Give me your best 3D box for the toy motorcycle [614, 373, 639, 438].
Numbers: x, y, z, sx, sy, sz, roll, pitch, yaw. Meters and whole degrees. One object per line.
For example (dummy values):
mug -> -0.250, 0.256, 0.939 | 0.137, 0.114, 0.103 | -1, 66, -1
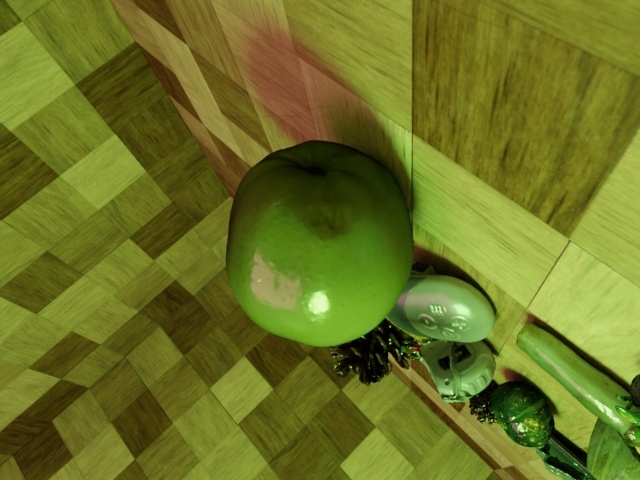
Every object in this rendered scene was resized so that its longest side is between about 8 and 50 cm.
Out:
toy motorcycle -> 0.597, 0.325, 0.868 | 0.190, 0.106, 0.074 | 48, 168, -11

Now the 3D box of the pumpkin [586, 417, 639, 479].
pumpkin -> 0.644, 0.488, 1.047 | 0.217, 0.110, 0.217 | 47, -171, -10

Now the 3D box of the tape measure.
tape measure -> 0.411, 0.368, 1.445 | 0.120, 0.197, 0.236 | 58, -175, -23

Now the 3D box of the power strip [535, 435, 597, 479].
power strip -> 0.758, 0.698, 1.543 | 0.251, 0.092, 0.257 | 32, 165, 42

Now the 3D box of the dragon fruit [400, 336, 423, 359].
dragon fruit -> 0.398, 0.412, 1.889 | 0.142, 0.174, 0.138 | -99, -9, -51

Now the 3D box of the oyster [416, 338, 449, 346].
oyster -> 0.364, 0.321, 1.733 | 0.198, 0.092, 0.259 | 52, 173, -25

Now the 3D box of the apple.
apple -> 0.000, 0.000, 1.126 | 0.473, 0.473, 0.474 | 45, 168, 12

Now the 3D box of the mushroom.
mushroom -> 0.547, 0.291, 1.018 | 0.312, 0.081, 0.100 | 45, 167, 34

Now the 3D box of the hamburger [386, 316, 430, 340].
hamburger -> 0.283, 0.242, 1.603 | 0.210, 0.116, 0.173 | 39, -166, 12

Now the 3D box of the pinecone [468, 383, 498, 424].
pinecone -> 0.567, 0.549, 1.636 | 0.120, 0.140, 0.140 | 39, 170, -13

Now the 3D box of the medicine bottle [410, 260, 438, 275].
medicine bottle -> 0.297, 0.133, 1.440 | 0.171, 0.052, 0.201 | 51, 167, -16

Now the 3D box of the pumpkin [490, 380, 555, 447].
pumpkin -> 0.573, 0.494, 1.399 | 0.190, 0.146, 0.190 | 43, 166, 13

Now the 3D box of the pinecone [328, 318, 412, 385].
pinecone -> 0.196, 0.442, 2.060 | 0.384, 0.384, 0.384 | 45, 168, 12

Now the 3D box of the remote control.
remote control -> 0.296, 0.178, 1.299 | 0.332, 0.103, 0.221 | -2, 127, 46
